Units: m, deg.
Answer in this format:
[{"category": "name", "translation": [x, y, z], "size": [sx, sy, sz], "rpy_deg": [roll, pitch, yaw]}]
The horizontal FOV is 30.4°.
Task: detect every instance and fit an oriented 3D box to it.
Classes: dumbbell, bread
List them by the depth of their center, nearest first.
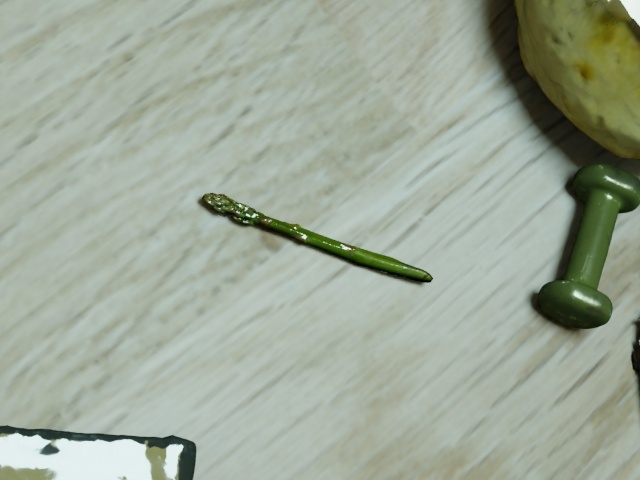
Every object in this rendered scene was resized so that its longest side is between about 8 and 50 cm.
[{"category": "dumbbell", "translation": [0.191, 0.003, 0.829], "size": [0.052, 0.046, 0.118], "rpy_deg": [25, 67, -11]}, {"category": "bread", "translation": [0.241, -0.161, 0.849], "size": [0.244, 0.134, 0.244], "rpy_deg": [6, 74, -21]}]

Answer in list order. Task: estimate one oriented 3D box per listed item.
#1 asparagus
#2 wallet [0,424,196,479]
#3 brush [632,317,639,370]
[{"category": "asparagus", "translation": [0.000, 0.000, 0.758], "size": [0.166, 0.013, 0.016], "rpy_deg": [19, 111, -19]}, {"category": "wallet", "translation": [-0.145, 0.242, 0.618], "size": [0.146, 0.030, 0.285], "rpy_deg": [10, 74, -26]}, {"category": "brush", "translation": [0.276, 0.192, 0.812], "size": [0.072, 0.067, 0.313], "rpy_deg": [2, 78, -26]}]
